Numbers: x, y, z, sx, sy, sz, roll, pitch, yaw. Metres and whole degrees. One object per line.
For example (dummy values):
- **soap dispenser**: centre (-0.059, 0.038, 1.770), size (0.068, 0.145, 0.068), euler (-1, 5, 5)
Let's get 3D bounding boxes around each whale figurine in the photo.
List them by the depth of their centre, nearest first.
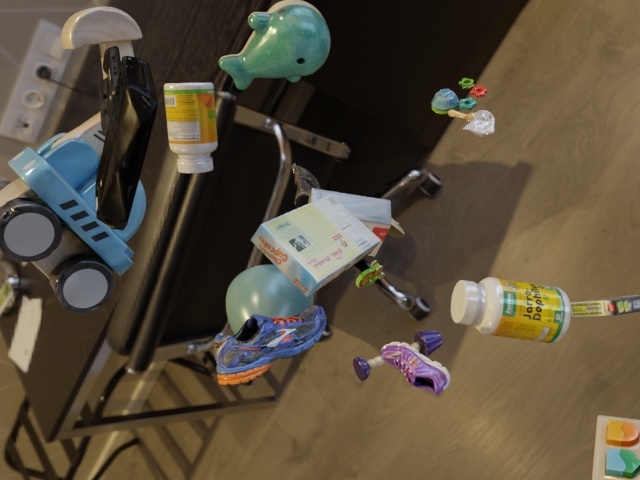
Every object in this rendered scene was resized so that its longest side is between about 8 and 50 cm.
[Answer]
- **whale figurine**: centre (-0.104, -0.442, 1.312), size (0.272, 0.216, 0.141), euler (-26, 54, 12)

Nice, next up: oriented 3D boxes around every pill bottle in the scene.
- **pill bottle**: centre (0.376, 0.136, 1.104), size (0.117, 0.209, 0.117), euler (-171, 90, -85)
- **pill bottle**: centre (-0.363, -0.320, 1.562), size (0.136, 0.136, 0.245), euler (14, 112, 40)

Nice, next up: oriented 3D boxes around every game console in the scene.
- **game console**: centre (-0.304, -0.198, 0.836), size (0.213, 0.044, 0.361), euler (-63, 35, 31)

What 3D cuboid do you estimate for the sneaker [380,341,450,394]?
- **sneaker**: centre (0.204, 0.285, 1.227), size (0.170, 0.071, 0.068), euler (23, 129, 31)

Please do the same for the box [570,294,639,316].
- **box**: centre (0.716, 0.157, 1.334), size (0.114, 0.207, 0.036), euler (-15, 78, 54)

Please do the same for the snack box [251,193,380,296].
- **snack box**: centre (0.000, 0.000, 1.341), size (0.187, 0.322, 0.060), euler (44, 124, 12)

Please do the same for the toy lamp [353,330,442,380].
- **toy lamp**: centre (0.233, 0.331, 1.617), size (0.080, 0.275, 0.080), euler (52, 151, 45)

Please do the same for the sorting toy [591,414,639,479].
- **sorting toy**: centre (0.640, 0.414, 1.072), size (0.193, 0.208, 0.038), euler (-2, 113, 31)

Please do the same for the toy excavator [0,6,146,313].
- **toy excavator**: centre (-0.449, -0.156, 1.070), size (0.445, 0.432, 0.222), euler (-45, 37, -18)

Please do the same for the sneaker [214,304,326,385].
- **sneaker**: centre (-0.078, 0.154, 0.906), size (0.083, 0.221, 0.087), euler (-8, 103, 51)

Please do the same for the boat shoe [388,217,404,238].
- **boat shoe**: centre (0.224, -0.066, 1.856), size (0.153, 0.048, 0.056), euler (35, 148, -1)

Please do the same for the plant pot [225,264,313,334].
- **plant pot**: centre (-0.166, 0.250, 1.759), size (0.290, 0.290, 0.195), euler (-50, 20, 22)

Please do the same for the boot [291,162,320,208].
- **boot**: centre (-0.009, -0.144, 1.973), size (0.091, 0.263, 0.229), euler (-32, 30, 17)

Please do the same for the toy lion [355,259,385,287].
- **toy lion**: centre (0.150, 0.112, 1.698), size (0.096, 0.100, 0.034), euler (-41, 63, -7)

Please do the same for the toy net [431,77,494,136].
- **toy net**: centre (0.361, -0.309, 1.319), size (0.122, 0.045, 0.232), euler (-20, 46, -5)

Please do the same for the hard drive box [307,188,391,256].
- **hard drive box**: centre (0.071, -0.049, 1.606), size (0.181, 0.232, 0.089), euler (107, 168, -56)
